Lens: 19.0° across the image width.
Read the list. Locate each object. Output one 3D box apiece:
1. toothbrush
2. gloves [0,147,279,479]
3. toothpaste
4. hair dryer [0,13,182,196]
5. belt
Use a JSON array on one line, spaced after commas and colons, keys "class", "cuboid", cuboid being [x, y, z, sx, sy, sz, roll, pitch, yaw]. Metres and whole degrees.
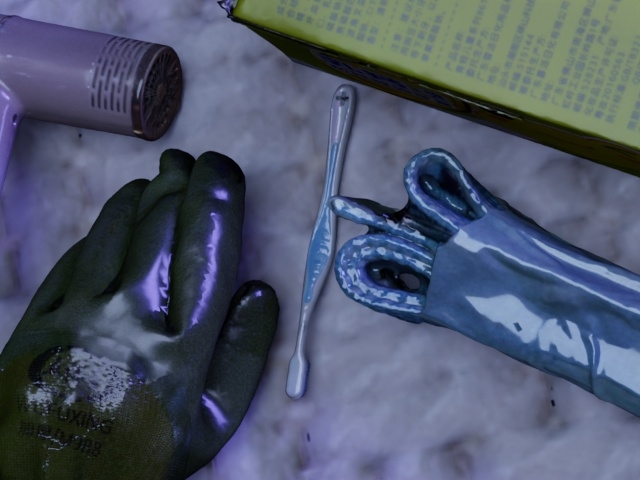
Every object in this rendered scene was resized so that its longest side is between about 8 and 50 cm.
[{"class": "toothbrush", "cuboid": [0.000, 0.000, 0.963, 0.014, 0.017, 0.162, 8, 87, 16]}, {"class": "gloves", "cuboid": [-0.105, 0.079, 0.945, 0.135, 0.107, 0.268, 22, 88, -14]}, {"class": "toothpaste", "cuboid": [0.124, -0.081, 0.888, 0.327, 0.110, 0.077, 20, 91, 17]}, {"class": "hair dryer", "cuboid": [-0.198, -0.023, 0.965, 0.195, 0.054, 0.220, 12, 63, 18]}, {"class": "belt", "cuboid": [0.145, 0.038, 0.891, 0.302, 0.072, 0.087, 23, 100, 16]}]
